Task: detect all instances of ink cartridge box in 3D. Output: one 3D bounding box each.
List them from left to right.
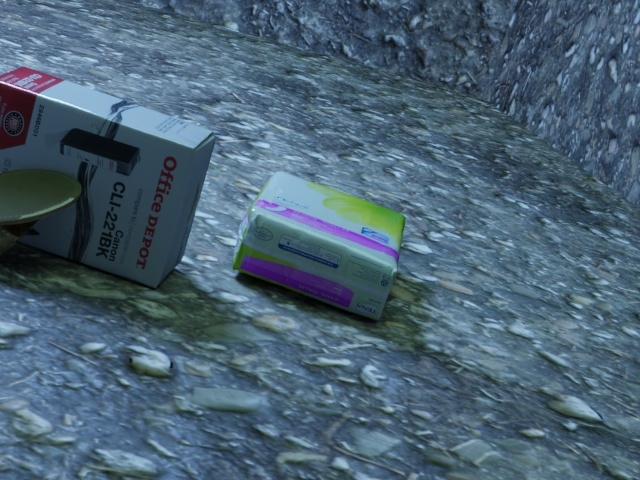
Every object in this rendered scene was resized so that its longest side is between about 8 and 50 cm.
[{"bbox_3d":[-0.294,-0.081,1.522,0.272,0.197,0.114,18,18,1],"label":"ink cartridge box"}]

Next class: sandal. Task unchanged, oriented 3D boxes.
[{"bbox_3d":[-0.404,-0.016,1.425,0.240,0.079,0.088,-19,50,-28],"label":"sandal"}]

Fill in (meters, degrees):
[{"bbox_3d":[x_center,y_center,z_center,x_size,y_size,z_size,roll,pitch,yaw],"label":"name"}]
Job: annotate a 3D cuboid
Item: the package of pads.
[{"bbox_3d":[0.000,0.000,1.745,0.229,0.101,0.296,20,16,1],"label":"package of pads"}]
